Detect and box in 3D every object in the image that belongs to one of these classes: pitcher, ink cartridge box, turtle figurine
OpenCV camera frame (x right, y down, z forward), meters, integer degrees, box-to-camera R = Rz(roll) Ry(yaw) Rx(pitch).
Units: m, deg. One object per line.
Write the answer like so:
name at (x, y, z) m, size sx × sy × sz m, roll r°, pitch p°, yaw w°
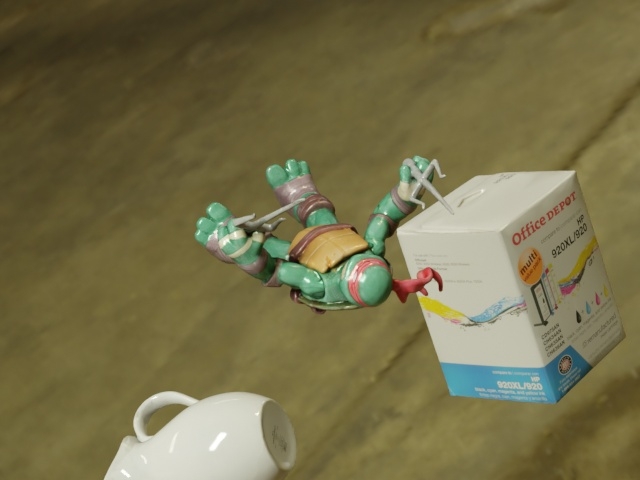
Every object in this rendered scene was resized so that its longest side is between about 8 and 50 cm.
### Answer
pitcher at (-0.134, 0.226, 1.617) m, size 0.207 × 0.125 × 0.178 m, roll -20°, pitch 43°, yaw 22°
ink cartridge box at (0.234, 0.053, 1.737) m, size 0.168 × 0.233 × 0.171 m, roll -1°, pitch 26°, yaw 47°
turtle figurine at (0.000, 0.000, 1.114) m, size 0.175 × 0.118 × 0.234 m, roll -17°, pitch 18°, yaw -25°
